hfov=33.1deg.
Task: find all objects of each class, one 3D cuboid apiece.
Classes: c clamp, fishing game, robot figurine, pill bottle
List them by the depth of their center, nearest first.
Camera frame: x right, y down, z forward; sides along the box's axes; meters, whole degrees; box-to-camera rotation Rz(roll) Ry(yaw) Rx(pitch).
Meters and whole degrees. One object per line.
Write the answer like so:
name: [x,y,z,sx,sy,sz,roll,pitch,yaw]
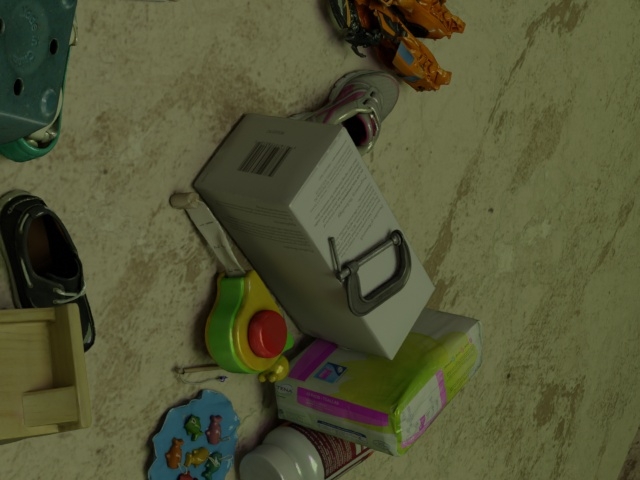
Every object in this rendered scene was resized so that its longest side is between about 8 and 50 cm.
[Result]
c clamp: [0.078,0.035,1.516,0.161,0.022,0.137,-26,119,-42]
fishing game: [-0.177,0.310,1.580,0.189,0.041,0.264,5,96,-53]
robot figurine: [0.121,-0.371,1.707,0.291,0.085,0.211,36,63,-47]
pill bottle: [-0.017,0.335,1.709,0.221,0.121,0.121,-24,117,-44]

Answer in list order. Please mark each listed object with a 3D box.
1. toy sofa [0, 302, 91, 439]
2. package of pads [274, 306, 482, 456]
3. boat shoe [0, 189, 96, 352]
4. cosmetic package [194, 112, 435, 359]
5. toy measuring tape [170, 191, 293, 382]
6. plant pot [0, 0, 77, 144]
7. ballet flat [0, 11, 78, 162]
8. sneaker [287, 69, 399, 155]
toy sofa: [-0.444,0.156,1.154,0.363,0.177,0.150,1,76,-46]
package of pads: [0.103,0.203,1.703,0.296,0.229,0.101,-39,131,-47]
boat shoe: [-0.324,0.051,1.309,0.084,0.079,0.233,-39,130,-36]
cosmetic package: [0.000,0.000,1.584,0.155,0.197,0.365,-57,138,-23]
toy measuring tape: [-0.135,0.089,1.520,0.121,0.121,0.330,-49,124,-30]
plant pot: [-0.372,-0.205,0.990,0.248,0.252,0.247,4,97,-74]
ballet flat: [-0.316,-0.210,1.240,0.083,0.087,0.247,6,95,-50]
sneaker: [0.054,-0.181,1.663,0.252,0.111,0.102,-42,129,-35]
